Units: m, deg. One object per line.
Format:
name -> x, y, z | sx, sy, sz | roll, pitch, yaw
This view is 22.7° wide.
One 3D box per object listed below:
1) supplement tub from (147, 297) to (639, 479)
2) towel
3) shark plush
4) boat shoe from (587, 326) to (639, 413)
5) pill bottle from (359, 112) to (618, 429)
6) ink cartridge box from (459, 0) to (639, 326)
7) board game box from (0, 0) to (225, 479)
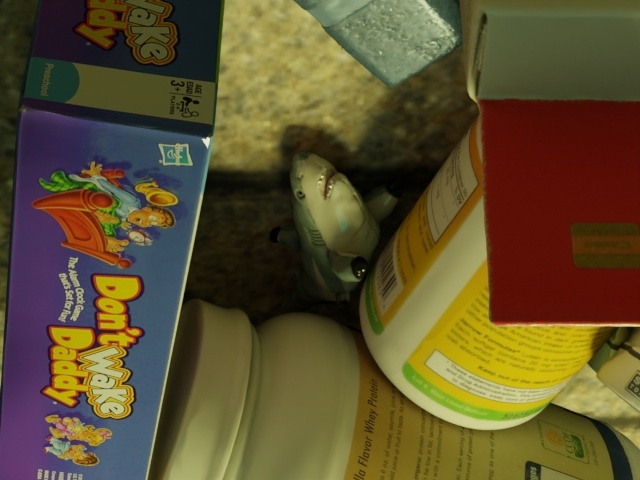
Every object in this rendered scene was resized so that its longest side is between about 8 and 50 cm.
supplement tub -> 0.031, 0.179, 1.012 | 0.316, 0.228, 0.228 | 22, 135, -15
towel -> 0.024, -0.135, 0.836 | 0.067, 0.029, 0.119 | -27, 131, 28
shark plush -> 0.000, 0.000, 0.996 | 0.067, 0.073, 0.161 | 25, 158, 1
boat shoe -> 0.221, 0.070, 0.964 | 0.095, 0.258, 0.084 | 37, 94, 4
pill bottle -> 0.130, -0.012, 0.892 | 0.136, 0.136, 0.246 | 16, 137, -17
ink cartridge box -> 0.215, -0.083, 0.717 | 0.296, 0.261, 0.066 | 0, 139, 0
board game box -> -0.108, -0.020, 0.814 | 0.078, 0.233, 0.347 | 8, 139, -7
